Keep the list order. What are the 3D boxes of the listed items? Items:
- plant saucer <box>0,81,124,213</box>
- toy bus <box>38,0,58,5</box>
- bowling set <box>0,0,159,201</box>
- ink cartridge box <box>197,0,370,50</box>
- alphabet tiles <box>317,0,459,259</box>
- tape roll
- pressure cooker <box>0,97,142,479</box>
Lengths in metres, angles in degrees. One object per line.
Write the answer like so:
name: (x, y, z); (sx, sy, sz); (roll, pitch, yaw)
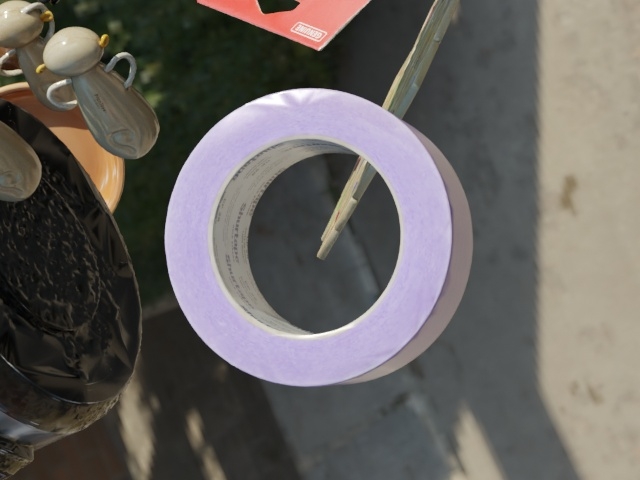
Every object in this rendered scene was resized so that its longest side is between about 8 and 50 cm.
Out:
plant saucer: (-0.318, -0.082, 1.975); (0.037, 0.200, 0.200); (-107, 6, -70)
toy bus: (-0.216, -0.274, 1.626); (0.202, 0.191, 0.104); (-27, 108, 34)
bowling set: (-0.296, -0.137, 1.510); (0.154, 0.287, 0.200); (59, -171, -53)
ink cartridge box: (-0.001, -0.363, 2.111); (0.296, 0.261, 0.066); (29, 158, 52)
alphabet tiles: (0.082, -0.152, 1.698); (0.011, 0.342, 0.285); (26, 147, -2)
tape roll: (0.000, 0.000, 1.146); (0.189, 0.189, 0.080); (64, -169, 11)
pressure cooker: (-0.436, 0.088, 1.789); (0.420, 0.375, 0.370); (-25, 97, 22)
